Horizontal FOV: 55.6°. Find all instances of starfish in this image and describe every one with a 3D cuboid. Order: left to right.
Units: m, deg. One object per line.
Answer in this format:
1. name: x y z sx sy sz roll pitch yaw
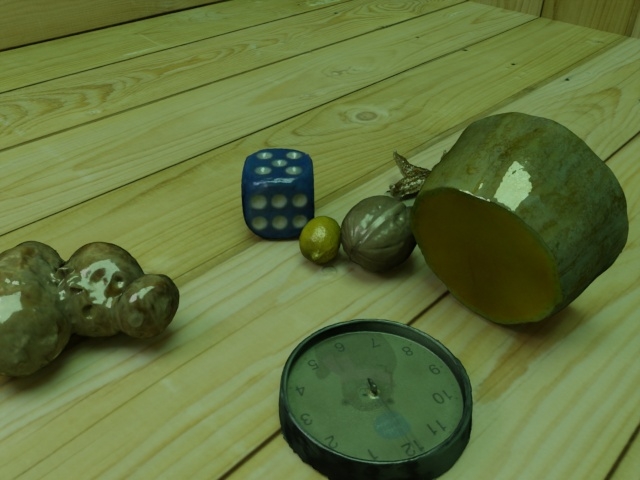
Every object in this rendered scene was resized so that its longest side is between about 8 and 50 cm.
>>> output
1. starfish: 0.244 -0.140 1.296 0.236 0.062 0.277 -14 25 -12

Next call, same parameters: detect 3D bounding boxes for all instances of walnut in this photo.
1. walnut: 0.109 -0.013 1.127 0.140 0.140 0.162 27 54 31

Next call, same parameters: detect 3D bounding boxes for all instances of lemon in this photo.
1. lemon: 0.000 0.000 1.148 0.082 0.082 0.110 11 39 13

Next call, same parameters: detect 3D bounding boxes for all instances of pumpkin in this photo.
1. pumpkin: 0.294 -0.023 0.990 0.199 0.332 0.332 -32 47 -31

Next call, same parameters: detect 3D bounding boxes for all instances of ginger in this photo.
1. ginger: -0.380 0.088 0.948 0.304 0.155 0.244 -11 36 -16

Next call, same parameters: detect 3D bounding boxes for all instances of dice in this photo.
1. dice: -0.083 -0.094 1.222 0.143 0.146 0.146 -2 36 -1

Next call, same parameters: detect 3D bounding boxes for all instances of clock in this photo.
1. clock: 0.078 0.220 0.865 0.281 0.055 0.280 1 35 0

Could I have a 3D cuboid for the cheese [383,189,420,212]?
1. cheese: 0.327 -0.084 1.271 0.401 0.034 0.085 -3 31 12
